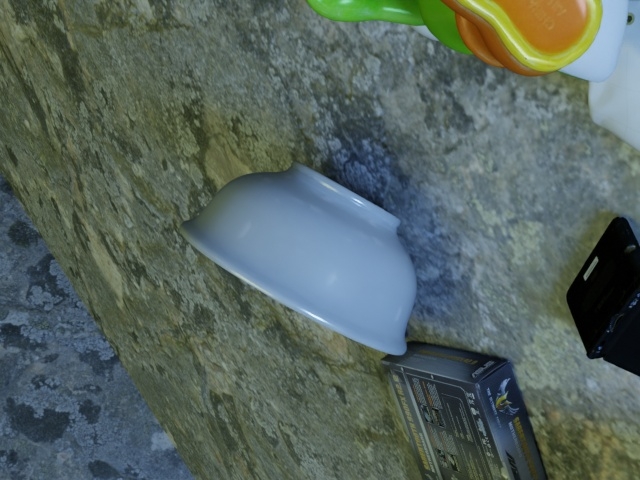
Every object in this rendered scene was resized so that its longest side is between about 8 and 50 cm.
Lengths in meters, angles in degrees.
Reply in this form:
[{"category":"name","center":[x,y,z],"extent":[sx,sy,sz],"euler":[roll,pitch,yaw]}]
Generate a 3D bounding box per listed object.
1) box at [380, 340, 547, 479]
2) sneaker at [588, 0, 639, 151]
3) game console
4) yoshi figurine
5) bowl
[{"category":"box","center":[0.178,0.244,0.999],"extent":[0.183,0.056,0.231],"euler":[1,115,59]},{"category":"sneaker","center":[0.249,-0.152,0.495],"extent":[0.169,0.108,0.293],"euler":[41,146,29]},{"category":"game console","center":[0.280,0.055,0.719],"extent":[0.122,0.071,0.107],"euler":[103,162,-49]},{"category":"yoshi figurine","center":[0.091,-0.221,0.541],"extent":[0.362,0.203,0.203],"euler":[-110,26,-74]},{"category":"bowl","center":[0.000,0.000,0.947],"extent":[0.297,0.134,0.298],"euler":[30,-177,-2]}]
